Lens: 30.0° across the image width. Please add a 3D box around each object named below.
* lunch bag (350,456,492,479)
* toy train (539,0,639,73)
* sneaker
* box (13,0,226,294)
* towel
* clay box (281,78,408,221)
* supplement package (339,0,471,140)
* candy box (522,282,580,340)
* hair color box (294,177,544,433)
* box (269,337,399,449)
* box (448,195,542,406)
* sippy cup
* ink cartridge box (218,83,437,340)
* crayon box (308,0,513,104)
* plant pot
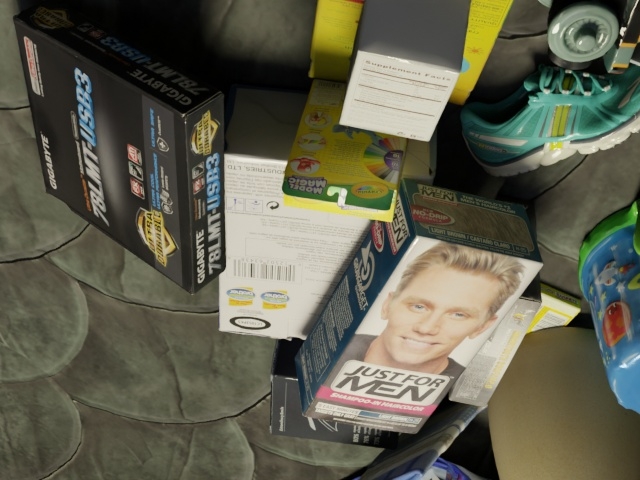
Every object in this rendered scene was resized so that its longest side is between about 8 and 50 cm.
[{"bbox_3d":[0.230,0.511,2.003,0.328,0.239,0.385,30,142,-22],"label":"lunch bag"},{"bbox_3d":[0.342,-0.314,1.241,0.190,0.142,0.334,3,136,-6],"label":"toy train"},{"bbox_3d":[0.294,-0.161,1.423,0.275,0.107,0.110,-21,118,28],"label":"sneaker"},{"bbox_3d":[-0.245,-0.116,1.485,0.293,0.073,0.295,31,141,25],"label":"box"},{"bbox_3d":[0.144,0.327,1.825,0.209,0.285,0.034,-36,89,35],"label":"towel"},{"bbox_3d":[0.033,-0.098,1.372,0.127,0.222,0.053,9,133,6],"label":"clay box"},{"bbox_3d":[0.086,-0.190,1.234,0.105,0.105,0.179,12,161,-2],"label":"supplement package"},{"bbox_3d":[0.285,0.136,1.766,0.105,0.027,0.206,24,133,-10],"label":"candy box"},{"bbox_3d":[0.112,0.093,1.495,0.174,0.105,0.347,11,132,-20],"label":"hair color box"},{"bbox_3d":[0.028,0.228,1.847,0.207,0.108,0.153,8,135,3],"label":"box"},{"bbox_3d":[0.232,0.083,1.613,0.056,0.183,0.231,11,135,-6],"label":"box"},{"bbox_3d":[0.459,0.105,1.565,0.305,0.224,0.240,33,132,-22],"label":"sippy cup"},{"bbox_3d":[0.000,0.000,1.596,0.270,0.151,0.395,7,133,3],"label":"ink cartridge box"},{"bbox_3d":[0.096,-0.262,1.312,0.202,0.081,0.318,11,161,-2],"label":"crayon box"},{"bbox_3d":[0.354,0.310,1.696,0.256,0.274,0.256,7,131,8],"label":"plant pot"}]
